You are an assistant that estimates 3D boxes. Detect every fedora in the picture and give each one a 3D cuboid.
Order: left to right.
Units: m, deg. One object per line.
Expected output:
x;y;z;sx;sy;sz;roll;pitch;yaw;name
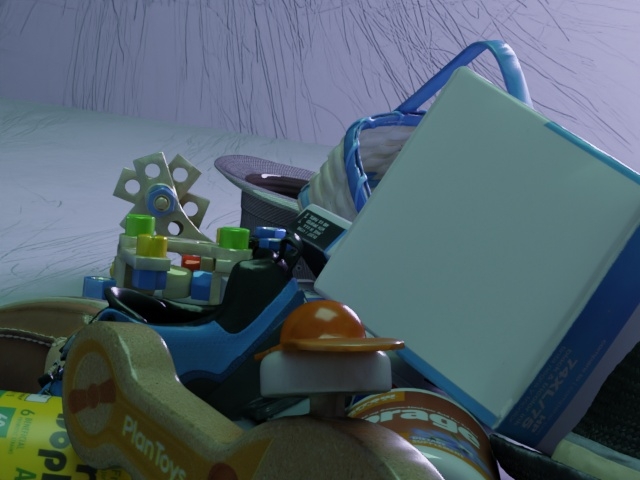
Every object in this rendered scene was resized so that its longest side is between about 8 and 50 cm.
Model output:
0.000;0.000;2.105;0.275;0.124;0.244;14;11;-1;fedora
0.272;0.126;1.136;0.334;0.152;0.334;21;-2;1;fedora

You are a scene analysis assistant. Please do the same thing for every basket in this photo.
0.123;-0.029;1.793;0.201;0.254;0.289;-8;-14;-36;basket

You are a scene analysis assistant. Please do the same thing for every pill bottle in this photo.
-0.115;0.156;1.100;0.208;0.117;0.117;7;9;4;pill bottle
0.054;0.161;1.157;0.121;0.121;0.216;5;9;1;pill bottle

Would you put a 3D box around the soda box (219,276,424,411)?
-0.007;0.104;1.554;0.091;0.098;0.286;2;9;-20;soda box

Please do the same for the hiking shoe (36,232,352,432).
-0.134;0.097;1.213;0.304;0.132;0.113;-18;4;9;hiking shoe

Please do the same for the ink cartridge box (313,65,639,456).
0.179;0.039;1.358;0.198;0.197;0.270;37;6;38;ink cartridge box

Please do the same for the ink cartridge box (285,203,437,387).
0.079;0.077;1.622;0.045;0.208;0.206;-43;32;-13;ink cartridge box

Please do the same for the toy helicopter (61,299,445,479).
-0.038;0.115;0.915;0.140;0.235;0.355;-1;21;-34;toy helicopter

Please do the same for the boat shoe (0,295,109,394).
-0.152;0.116;1.338;0.324;0.123;0.116;7;11;23;boat shoe

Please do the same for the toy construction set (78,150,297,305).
-0.134;0.021;1.889;0.215;0.151;0.327;4;20;-5;toy construction set
